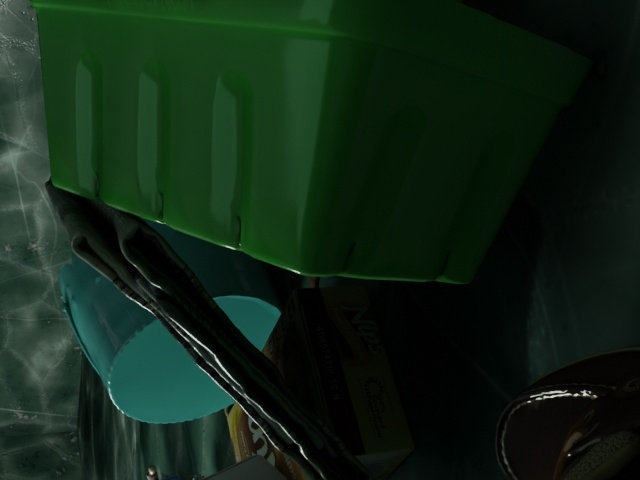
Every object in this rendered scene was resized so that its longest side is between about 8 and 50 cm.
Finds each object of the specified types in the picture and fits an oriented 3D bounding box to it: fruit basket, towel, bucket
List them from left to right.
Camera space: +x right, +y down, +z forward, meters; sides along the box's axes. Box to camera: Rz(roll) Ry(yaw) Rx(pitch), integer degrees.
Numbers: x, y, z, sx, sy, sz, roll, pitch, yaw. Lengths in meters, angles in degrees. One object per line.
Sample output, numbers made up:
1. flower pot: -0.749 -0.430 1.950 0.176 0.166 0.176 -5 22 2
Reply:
1. bucket: -0.183 0.094 1.217 0.183 0.281 0.281 59 145 39
2. towel: -0.116 0.076 0.826 0.312 0.056 0.324 52 168 -23
3. fruit basket: -0.002 -0.178 0.659 0.392 0.283 0.392 -5 83 43

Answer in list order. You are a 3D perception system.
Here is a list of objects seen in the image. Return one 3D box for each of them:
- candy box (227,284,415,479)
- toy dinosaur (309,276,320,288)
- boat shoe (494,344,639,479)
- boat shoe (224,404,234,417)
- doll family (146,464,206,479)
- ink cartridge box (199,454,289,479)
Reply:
1. candy box: -0.014 0.206 1.014 0.316 0.087 0.183 118 144 -51
2. toy dinosaur: 0.000 0.000 1.007 0.211 0.064 0.112 108 151 -42
3. boat shoe: 0.169 0.121 0.471 0.342 0.123 0.123 179 90 -69
4. boat shoe: -0.113 0.236 1.334 0.152 0.049 0.056 -173 83 -70
5. doll family: -0.192 0.472 1.508 0.163 0.118 0.263 -35 76 59
6. ink cartridge box: -0.043 0.396 0.919 0.211 0.121 0.289 27 128 48
